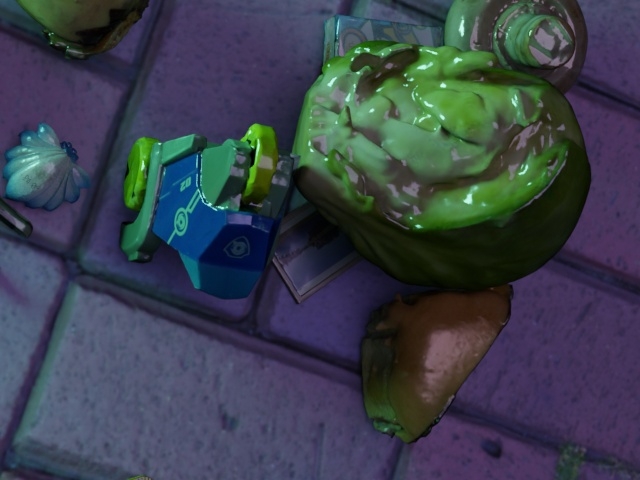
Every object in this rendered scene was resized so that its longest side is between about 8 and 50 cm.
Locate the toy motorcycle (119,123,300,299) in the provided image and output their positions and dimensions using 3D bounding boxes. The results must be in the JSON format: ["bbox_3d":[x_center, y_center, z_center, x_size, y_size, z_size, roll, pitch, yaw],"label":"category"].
[{"bbox_3d":[-0.122,-0.028,1.847,0.191,0.326,0.200,10,85,-18],"label":"toy motorcycle"}]

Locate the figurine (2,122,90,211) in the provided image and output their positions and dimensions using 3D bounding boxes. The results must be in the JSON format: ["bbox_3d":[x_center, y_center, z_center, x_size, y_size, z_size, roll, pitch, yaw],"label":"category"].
[{"bbox_3d":[-0.350,-0.081,1.909,0.114,0.079,0.114,1,116,2],"label":"figurine"}]

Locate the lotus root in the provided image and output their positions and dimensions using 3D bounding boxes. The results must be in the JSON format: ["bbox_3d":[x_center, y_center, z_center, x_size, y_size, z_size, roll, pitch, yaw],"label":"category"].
[{"bbox_3d":[-0.335,-0.371,1.872,0.183,0.183,0.310,-44,100,-17],"label":"lotus root"}]

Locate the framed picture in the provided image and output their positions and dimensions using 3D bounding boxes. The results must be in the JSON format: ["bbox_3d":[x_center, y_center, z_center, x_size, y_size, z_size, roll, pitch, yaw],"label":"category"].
[{"bbox_3d":[0.000,0.000,2.055,0.149,0.011,0.109,-35,98,-19],"label":"framed picture"}]

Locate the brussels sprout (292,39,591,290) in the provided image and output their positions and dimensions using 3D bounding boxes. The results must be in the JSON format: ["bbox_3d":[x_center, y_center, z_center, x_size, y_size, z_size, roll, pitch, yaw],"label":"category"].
[{"bbox_3d":[0.148,-0.088,1.934,0.371,0.315,0.276,12,74,0],"label":"brussels sprout"}]

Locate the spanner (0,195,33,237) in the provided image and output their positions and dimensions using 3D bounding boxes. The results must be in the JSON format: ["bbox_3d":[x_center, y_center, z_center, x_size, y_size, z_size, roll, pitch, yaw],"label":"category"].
[{"bbox_3d":[-0.494,-0.093,1.868,0.325,0.040,0.096,43,74,-13],"label":"spanner"}]

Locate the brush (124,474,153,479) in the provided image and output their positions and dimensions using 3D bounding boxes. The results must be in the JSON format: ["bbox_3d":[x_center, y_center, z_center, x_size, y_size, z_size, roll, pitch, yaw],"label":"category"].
[{"bbox_3d":[-0.310,0.335,1.917,0.218,0.010,0.083,-12,90,-20],"label":"brush"}]

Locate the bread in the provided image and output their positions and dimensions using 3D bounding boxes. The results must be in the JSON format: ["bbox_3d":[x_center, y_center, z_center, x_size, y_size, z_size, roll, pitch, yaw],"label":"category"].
[{"bbox_3d":[0.129,0.127,2.013,0.133,0.174,0.252,40,79,-11],"label":"bread"}]

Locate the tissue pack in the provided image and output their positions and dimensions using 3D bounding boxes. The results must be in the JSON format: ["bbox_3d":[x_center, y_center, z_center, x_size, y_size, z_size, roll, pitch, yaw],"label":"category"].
[{"bbox_3d":[0.081,-0.238,2.073,0.155,0.065,0.116,6,84,-18],"label":"tissue pack"}]

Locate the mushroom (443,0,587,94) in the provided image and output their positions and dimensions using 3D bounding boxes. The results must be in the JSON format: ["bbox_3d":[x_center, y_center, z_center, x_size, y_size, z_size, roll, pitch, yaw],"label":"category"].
[{"bbox_3d":[0.266,-0.281,2.081,0.206,0.209,0.206,-1,73,3],"label":"mushroom"}]
